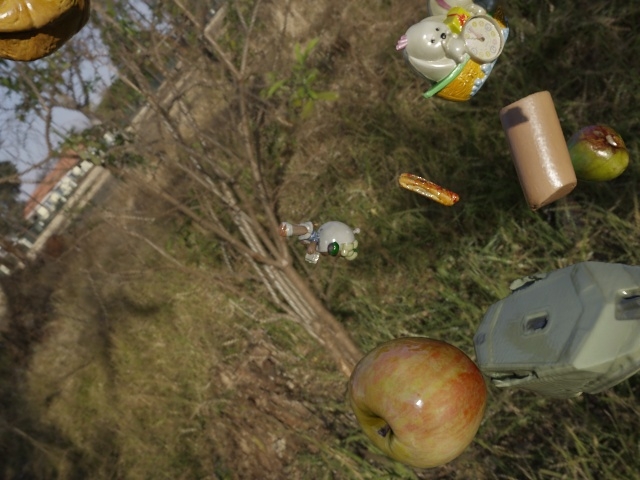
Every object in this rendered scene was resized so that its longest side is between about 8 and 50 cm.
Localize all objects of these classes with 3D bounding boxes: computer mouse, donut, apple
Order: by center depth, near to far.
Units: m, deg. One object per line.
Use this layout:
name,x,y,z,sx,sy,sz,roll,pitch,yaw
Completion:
donut,-0.465,-0.374,0.907,0.227,0.226,0.114,-59,-8,-32
computer mouse,0.459,0.176,1.105,0.429,0.145,0.228,-35,30,60
apple,0.193,0.304,1.170,0.233,0.257,0.256,-33,9,-24

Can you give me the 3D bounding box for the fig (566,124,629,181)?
fig,0.842,-0.263,1.852,0.191,0.181,0.181,-25,28,45

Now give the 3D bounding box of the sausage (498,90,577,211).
sausage,0.504,-0.204,1.376,0.123,0.253,0.123,-15,-7,-2

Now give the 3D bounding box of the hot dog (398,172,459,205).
hot dog,0.245,-0.116,1.358,0.062,0.144,0.038,-63,-4,-81

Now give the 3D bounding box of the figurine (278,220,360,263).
figurine,0.000,0.001,1.382,0.147,0.197,0.094,-150,63,-67

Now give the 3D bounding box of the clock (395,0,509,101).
clock,0.205,-0.317,0.919,0.231,0.144,0.103,-62,16,-16
